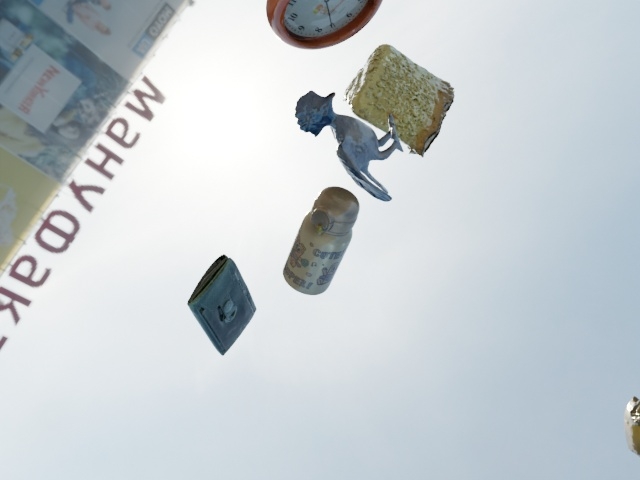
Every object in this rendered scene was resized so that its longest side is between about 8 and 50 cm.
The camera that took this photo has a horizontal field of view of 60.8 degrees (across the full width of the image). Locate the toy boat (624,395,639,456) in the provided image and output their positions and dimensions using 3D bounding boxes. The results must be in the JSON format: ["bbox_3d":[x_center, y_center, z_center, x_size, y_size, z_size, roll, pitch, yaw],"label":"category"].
[{"bbox_3d":[0.494,0.263,0.647,0.121,0.089,0.321,-61,-168,0],"label":"toy boat"}]

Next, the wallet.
[{"bbox_3d":[-0.232,0.163,1.333,0.055,0.236,0.160,16,-125,28],"label":"wallet"}]

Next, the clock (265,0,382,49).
[{"bbox_3d":[0.010,-0.392,0.884,0.205,0.205,0.051,-31,-111,24],"label":"clock"}]

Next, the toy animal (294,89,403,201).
[{"bbox_3d":[0.060,-0.179,1.015,0.176,0.255,0.239,-14,-141,4],"label":"toy animal"}]

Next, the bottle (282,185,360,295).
[{"bbox_3d":[0.000,0.000,0.984,0.110,0.097,0.209,-38,157,-48],"label":"bottle"}]

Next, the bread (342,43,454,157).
[{"bbox_3d":[0.164,-0.305,1.391,0.315,0.248,0.279,-60,-170,-31],"label":"bread"}]
